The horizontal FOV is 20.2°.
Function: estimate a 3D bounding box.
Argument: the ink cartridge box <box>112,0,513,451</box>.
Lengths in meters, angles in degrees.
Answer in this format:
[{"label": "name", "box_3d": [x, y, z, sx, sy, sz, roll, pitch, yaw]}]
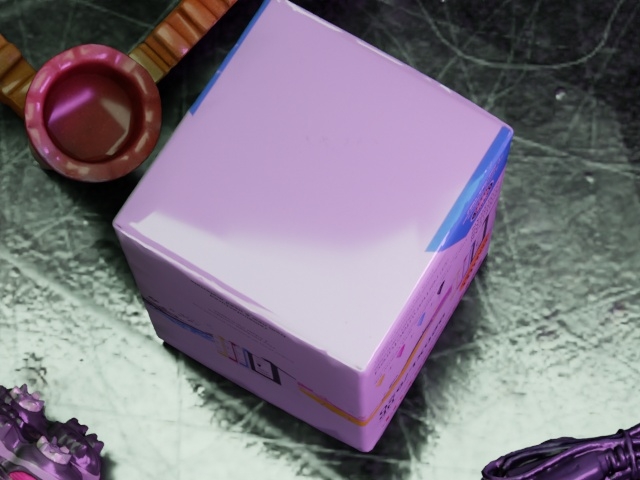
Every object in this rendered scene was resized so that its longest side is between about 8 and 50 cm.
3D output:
[{"label": "ink cartridge box", "box_3d": [0.000, 0.000, 1.096, 0.168, 0.233, 0.171, 30, 76, 10]}]

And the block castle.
[{"label": "block castle", "box_3d": [-0.204, -0.283, 1.138, 0.453, 0.213, 0.303, 46, 78, -8]}]

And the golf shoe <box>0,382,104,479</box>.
[{"label": "golf shoe", "box_3d": [-0.137, 0.207, 1.122, 0.273, 0.105, 0.120, 36, 100, 14]}]

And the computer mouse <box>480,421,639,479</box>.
[{"label": "computer mouse", "box_3d": [0.216, 0.232, 1.089, 0.188, 0.072, 0.272, -15, 71, -2]}]
